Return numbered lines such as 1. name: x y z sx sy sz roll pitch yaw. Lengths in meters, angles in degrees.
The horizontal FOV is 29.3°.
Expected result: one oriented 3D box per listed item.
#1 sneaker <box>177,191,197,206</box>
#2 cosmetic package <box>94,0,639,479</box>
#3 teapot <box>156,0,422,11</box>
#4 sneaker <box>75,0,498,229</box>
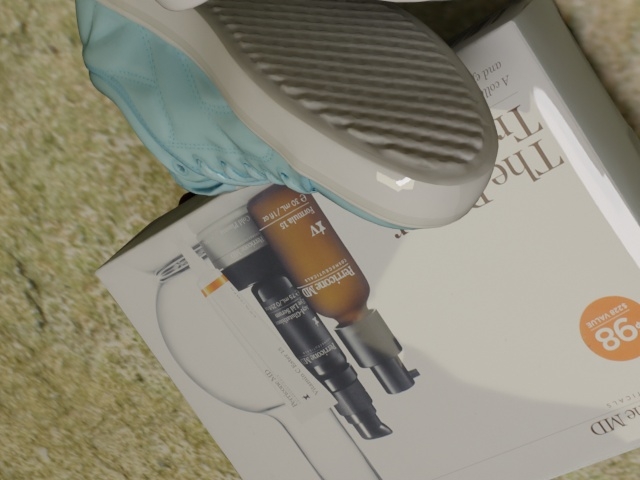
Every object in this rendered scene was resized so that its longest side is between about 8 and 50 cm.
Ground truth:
1. sneaker: 0.000 0.000 0.960 0.281 0.106 0.162 -1 133 30
2. cosmetic package: 0.064 0.045 0.856 0.377 0.097 0.284 -29 102 32
3. teapot: 0.041 -0.211 0.618 0.253 0.187 0.256 20 143 7
4. sneaker: -0.032 -0.081 0.754 0.366 0.135 0.150 42 140 42
